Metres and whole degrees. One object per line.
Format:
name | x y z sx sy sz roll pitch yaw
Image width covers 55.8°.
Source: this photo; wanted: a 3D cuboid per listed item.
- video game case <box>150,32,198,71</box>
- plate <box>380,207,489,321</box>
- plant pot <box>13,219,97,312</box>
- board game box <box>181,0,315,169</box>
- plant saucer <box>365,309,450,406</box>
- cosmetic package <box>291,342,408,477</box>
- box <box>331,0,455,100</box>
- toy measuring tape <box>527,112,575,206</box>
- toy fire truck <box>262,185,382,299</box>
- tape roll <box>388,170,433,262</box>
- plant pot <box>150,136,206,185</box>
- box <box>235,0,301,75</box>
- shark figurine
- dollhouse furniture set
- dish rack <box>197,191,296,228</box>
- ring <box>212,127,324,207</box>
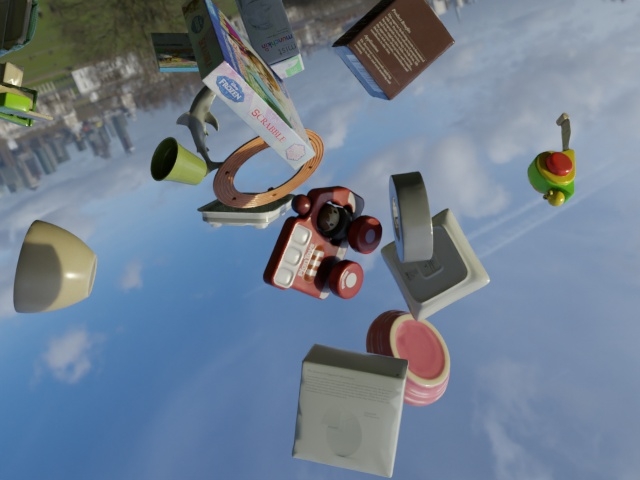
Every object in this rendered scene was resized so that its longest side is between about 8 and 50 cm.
video game case | -0.433 -0.561 1.800 0.119 0.015 0.166 -7 -124 -22
plate | 0.352 0.077 1.933 0.278 0.277 0.045 -33 160 21
plant pot | -0.794 0.094 1.847 0.190 0.284 0.284 11 -168 -13
board game box | -0.160 -0.356 1.347 0.065 0.318 0.319 -34 -132 14
plant saucer | 0.304 0.371 1.986 0.332 0.332 0.084 -38 176 -46
cosmetic package | 0.068 0.369 1.344 0.223 0.225 0.138 9 -169 10
box | 0.166 -0.461 1.423 0.203 0.168 0.167 -41 -161 3
toy measuring tape | 0.622 -0.231 1.641 0.121 0.121 0.330 -9 -128 30
toy fire truck | 0.000 0.000 1.535 0.169 0.302 0.253 20 176 43
tape roll | 0.218 -0.057 1.480 0.072 0.219 0.219 -7 -162 2
plant pot | -0.254 -0.136 1.108 0.083 0.084 0.079 -3 163 41
box | -0.147 -0.598 1.738 0.126 0.231 0.262 -20 -175 3
shark figurine | -0.388 -0.339 1.874 0.166 0.279 0.116 11 -162 43
dollhouse furniture set | -0.731 -0.451 1.500 0.197 0.302 0.151 5 176 35
dish rack | -0.255 -0.107 2.158 0.285 0.073 0.333 3 -165 14
ring | -0.146 -0.205 1.695 0.336 0.032 0.337 -24 156 -11
